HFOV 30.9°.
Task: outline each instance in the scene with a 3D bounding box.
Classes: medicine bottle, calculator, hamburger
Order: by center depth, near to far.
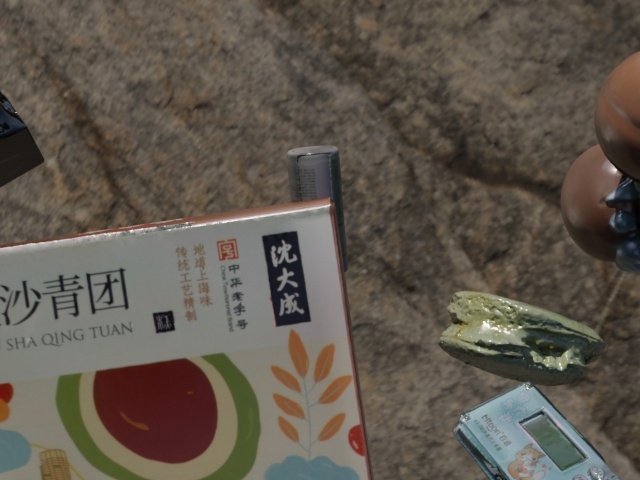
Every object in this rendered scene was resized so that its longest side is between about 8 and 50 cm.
[{"bbox_3d":[0.130,0.134,0.577,0.057,0.018,0.172,-23,40,-15],"label":"calculator"},{"bbox_3d":[0.171,0.088,1.007,0.140,0.133,0.063,23,80,-33],"label":"hamburger"},{"bbox_3d":[0.000,0.000,1.243,0.057,0.057,0.199,-11,103,-29],"label":"medicine bottle"}]

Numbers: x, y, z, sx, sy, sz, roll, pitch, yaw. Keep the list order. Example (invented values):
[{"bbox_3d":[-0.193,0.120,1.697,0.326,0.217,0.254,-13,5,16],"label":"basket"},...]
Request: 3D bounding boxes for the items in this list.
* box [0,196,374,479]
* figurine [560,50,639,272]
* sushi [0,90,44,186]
[{"bbox_3d":[-0.131,0.178,0.991,0.344,0.122,0.386,-8,94,2],"label":"box"},{"bbox_3d":[0.446,-0.067,1.084,0.387,0.277,0.248,-18,61,-10],"label":"figurine"},{"bbox_3d":[-0.481,-0.158,1.315,0.215,0.212,0.227,-32,73,-10],"label":"sushi"}]
